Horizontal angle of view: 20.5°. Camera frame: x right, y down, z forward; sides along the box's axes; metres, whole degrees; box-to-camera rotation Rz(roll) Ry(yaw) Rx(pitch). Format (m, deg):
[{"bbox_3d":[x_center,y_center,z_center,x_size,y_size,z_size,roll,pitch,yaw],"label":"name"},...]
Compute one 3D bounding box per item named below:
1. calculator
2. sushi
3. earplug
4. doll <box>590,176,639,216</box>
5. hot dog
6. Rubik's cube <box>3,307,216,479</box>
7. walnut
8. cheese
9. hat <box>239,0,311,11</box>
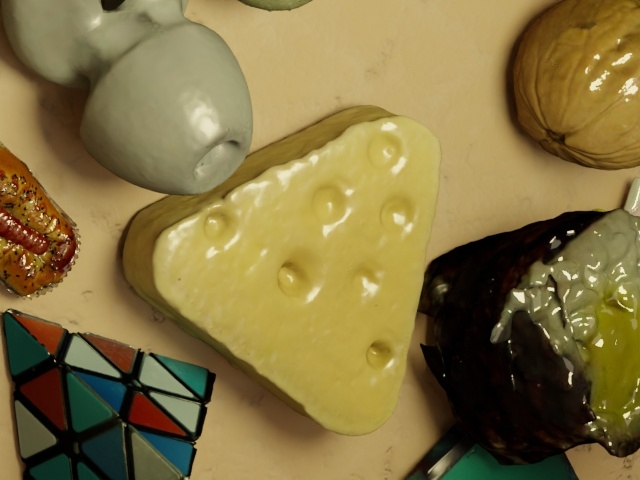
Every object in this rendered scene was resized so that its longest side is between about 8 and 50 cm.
[{"bbox_3d":[0.215,0.343,2.315,0.274,0.058,0.248,-44,123,-22],"label":"calculator"},{"bbox_3d":[0.293,0.112,2.143,0.281,0.294,0.299,-43,102,-24],"label":"sushi"},{"bbox_3d":[-0.187,-0.196,1.807,0.214,0.175,0.325,-34,109,-18],"label":"earplug"},{"bbox_3d":[0.414,-0.017,2.338,0.207,0.081,0.129,-18,106,-28],"label":"doll"},{"bbox_3d":[-0.325,-0.023,1.836,0.108,0.059,0.191,-47,126,-10],"label":"hot dog"},{"bbox_3d":[-0.216,0.241,1.878,0.284,0.234,0.250,27,88,-38],"label":"Rubik's cube"},{"bbox_3d":[0.349,-0.199,2.164,0.228,0.228,0.228,-11,109,-32],"label":"walnut"},{"bbox_3d":[-0.001,-0.001,2.023,0.384,0.104,0.384,-8,106,-29],"label":"cheese"},{"bbox_3d":[-0.052,-0.320,1.877,0.257,0.257,0.130,-14,145,-31],"label":"hat"}]
